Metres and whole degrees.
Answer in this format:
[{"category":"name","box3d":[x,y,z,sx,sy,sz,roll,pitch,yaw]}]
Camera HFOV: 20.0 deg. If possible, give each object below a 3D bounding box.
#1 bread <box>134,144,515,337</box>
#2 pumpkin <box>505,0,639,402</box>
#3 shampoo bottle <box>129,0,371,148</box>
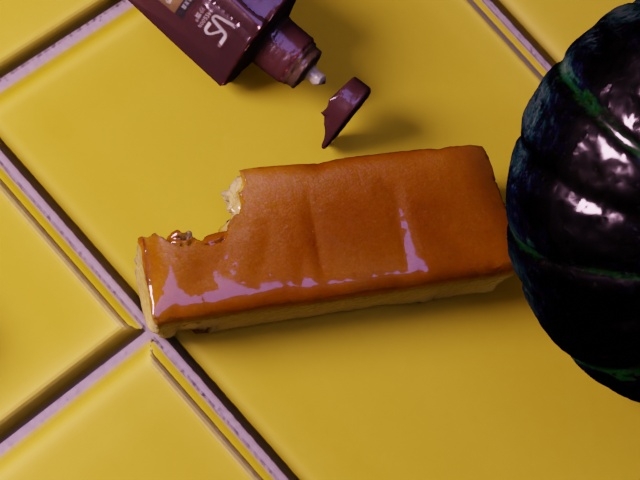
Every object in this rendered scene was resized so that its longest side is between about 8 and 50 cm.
[{"category":"bread","box3d":[0.000,0.000,1.042,0.226,0.049,0.088,-6,69,-22]},{"category":"pumpkin","box3d":[0.214,-0.036,1.044,0.248,0.248,0.248,8,64,-17]},{"category":"shampoo bottle","box3d":[-0.071,-0.150,1.078,0.236,0.068,0.067,39,60,3]}]
